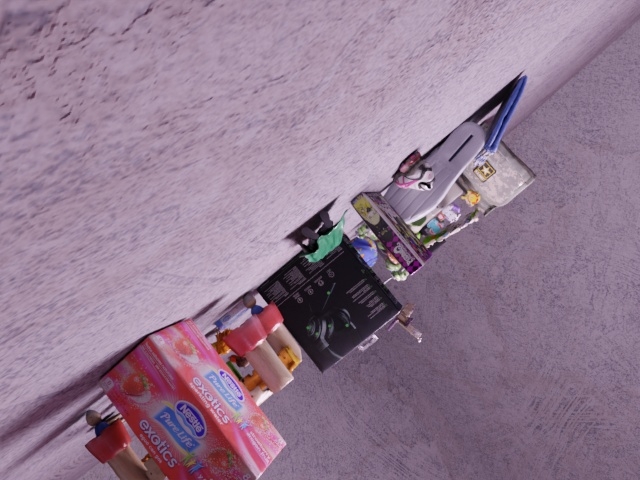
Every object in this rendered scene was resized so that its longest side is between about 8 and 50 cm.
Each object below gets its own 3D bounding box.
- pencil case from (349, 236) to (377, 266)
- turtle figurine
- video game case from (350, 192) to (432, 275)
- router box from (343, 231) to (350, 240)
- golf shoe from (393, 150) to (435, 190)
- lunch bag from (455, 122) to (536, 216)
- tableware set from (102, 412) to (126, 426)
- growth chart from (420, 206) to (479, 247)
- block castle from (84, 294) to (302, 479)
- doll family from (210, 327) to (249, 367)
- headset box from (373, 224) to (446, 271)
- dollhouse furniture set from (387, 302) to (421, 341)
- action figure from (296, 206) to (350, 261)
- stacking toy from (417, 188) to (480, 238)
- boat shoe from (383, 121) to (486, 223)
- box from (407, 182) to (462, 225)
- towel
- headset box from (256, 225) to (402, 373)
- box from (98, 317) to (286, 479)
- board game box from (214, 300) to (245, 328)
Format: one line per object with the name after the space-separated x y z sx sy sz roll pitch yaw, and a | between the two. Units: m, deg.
0.072 0.090 2.095 0.306 0.133 0.120 -34 139 -45 | pencil case
0.192 0.018 1.889 0.274 0.198 0.266 1 134 -13 | turtle figurine
0.171 -0.023 1.487 0.041 0.210 0.232 -41 173 14 | video game case
0.016 0.025 1.716 0.092 0.038 0.122 -44 172 31 | router box
0.221 -0.143 1.498 0.067 0.086 0.186 -40 175 -4 | golf shoe
0.537 -0.228 2.030 0.169 0.235 0.287 -39 174 -8 | lunch bag
-0.509 0.447 1.683 0.194 0.039 0.128 -30 -178 -26 | tableware set
0.410 -0.034 2.060 0.237 0.021 0.172 -28 -173 16 | growth chart
-0.272 0.321 1.402 0.453 0.213 0.303 -38 178 5 | block castle
-0.287 0.297 1.685 0.262 0.119 0.163 -22 -177 8 | doll family
0.295 -0.003 2.305 0.110 0.218 0.293 -35 173 -23 | headset box
0.236 0.191 1.565 0.091 0.081 0.114 -57 170 32 | dollhouse furniture set
0.000 0.000 1.327 0.137 0.063 0.232 -40 170 -8 | action figure
0.389 -0.064 2.009 0.167 0.052 0.221 -31 171 -48 | stacking toy
0.295 -0.159 1.641 0.335 0.121 0.119 -42 169 4 | boat shoe
0.320 -0.120 2.042 0.148 0.127 0.232 -36 174 -26 | box
0.474 -0.307 1.688 0.209 0.034 0.285 -64 174 2 | towel
0.032 0.149 1.570 0.246 0.283 0.131 -41 173 7 | headset box
-0.221 0.306 1.128 0.142 0.300 0.154 -41 173 16 | box
-0.218 0.187 1.592 0.090 0.020 0.090 -40 174 -6 | board game box
